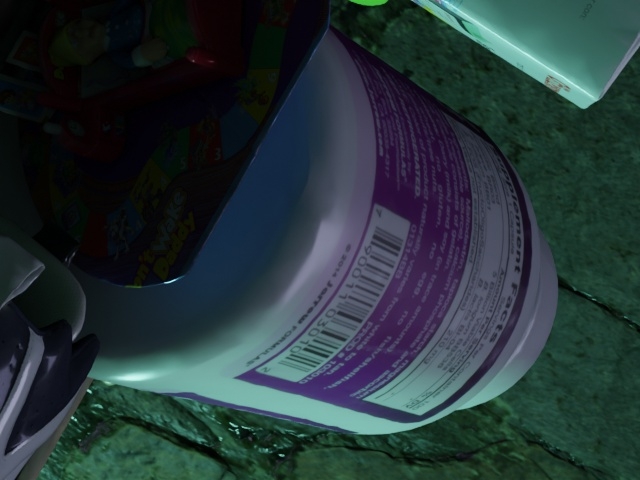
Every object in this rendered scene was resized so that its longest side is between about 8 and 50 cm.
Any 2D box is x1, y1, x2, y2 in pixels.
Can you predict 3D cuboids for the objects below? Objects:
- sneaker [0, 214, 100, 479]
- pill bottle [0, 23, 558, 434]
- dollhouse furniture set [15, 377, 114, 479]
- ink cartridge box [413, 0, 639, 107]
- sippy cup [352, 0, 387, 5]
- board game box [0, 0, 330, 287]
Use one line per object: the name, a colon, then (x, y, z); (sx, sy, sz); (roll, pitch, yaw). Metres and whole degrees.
sneaker: (-0.140, 0.064, 0.557); (0.153, 0.094, 0.235); (-52, 173, -23)
pill bottle: (0.000, 0.000, 0.711); (0.169, 0.169, 0.301); (-58, 150, 5)
dollhouse furniture set: (-0.186, 0.059, 0.749); (0.161, 0.101, 0.182); (-17, -145, 42)
ink cartridge box: (0.093, -0.205, 1.007); (0.117, 0.278, 0.201); (-57, 176, 7)
sippy cup: (0.096, -0.337, 1.227); (0.305, 0.224, 0.240); (-57, -173, 18)
board game box: (-0.067, -0.068, 0.541); (0.133, 0.033, 0.168); (48, -65, 39)
